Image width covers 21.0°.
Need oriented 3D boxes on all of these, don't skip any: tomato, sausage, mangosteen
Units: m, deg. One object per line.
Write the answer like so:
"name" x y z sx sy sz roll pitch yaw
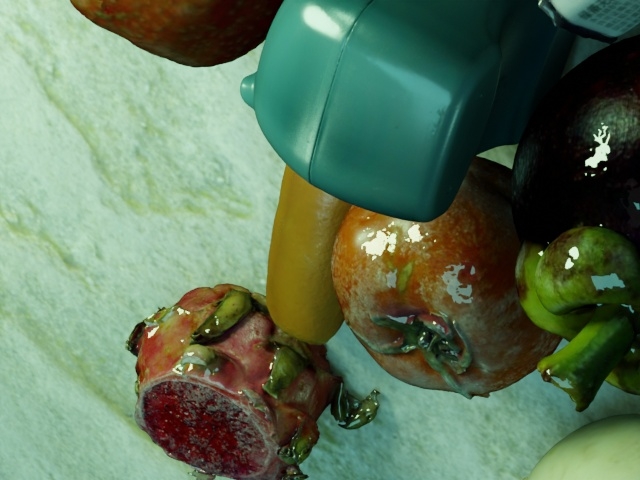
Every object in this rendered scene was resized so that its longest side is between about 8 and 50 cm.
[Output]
"tomato" 0.122 0.029 1.594 0.232 0.189 0.232 20 142 17
"sausage" 0.000 0.000 1.692 0.098 0.098 0.238 19 124 13
"mangosteen" 0.301 -0.023 1.401 0.296 0.313 0.297 1 117 1

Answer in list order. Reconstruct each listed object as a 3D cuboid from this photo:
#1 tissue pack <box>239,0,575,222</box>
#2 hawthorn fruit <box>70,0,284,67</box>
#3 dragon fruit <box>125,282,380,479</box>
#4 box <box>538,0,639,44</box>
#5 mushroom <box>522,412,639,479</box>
"tissue pack" 0.074 -0.157 1.438 0.206 0.287 0.198 28 128 16
"hawthorn fruit" -0.090 -0.301 1.462 0.254 0.254 0.300 40 121 -3
"dragon fruit" -0.091 0.159 1.796 0.282 0.147 0.211 20 125 14
"box" 0.301 -0.322 1.305 0.369 0.112 0.190 -36 58 37
"mushroom" 0.346 0.325 1.649 0.336 0.314 0.314 17 130 -18
